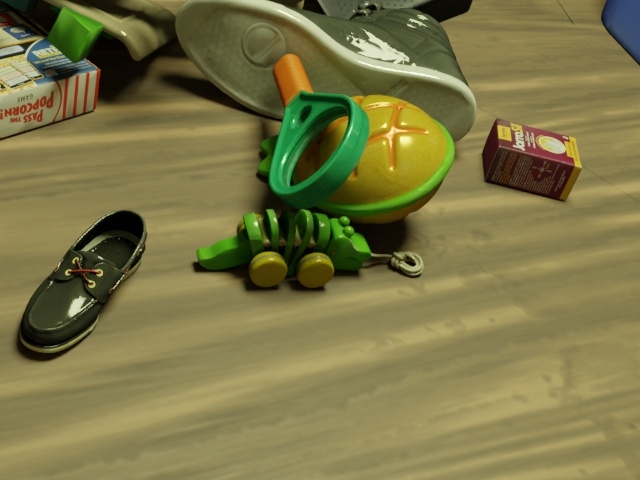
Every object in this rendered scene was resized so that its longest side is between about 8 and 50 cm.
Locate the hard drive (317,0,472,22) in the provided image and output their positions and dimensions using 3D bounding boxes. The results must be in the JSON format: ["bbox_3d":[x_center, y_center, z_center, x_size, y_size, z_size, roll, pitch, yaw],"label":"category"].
[{"bbox_3d":[0.069,-0.318,1.100,0.172,0.054,0.255,-22,47,2],"label":"hard drive"}]

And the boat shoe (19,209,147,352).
[{"bbox_3d":[-0.163,0.025,0.655,0.049,0.042,0.133,25,40,7],"label":"boat shoe"}]

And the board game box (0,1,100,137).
[{"bbox_3d":[-0.311,-0.161,0.825,0.193,0.045,0.147,38,42,25],"label":"board game box"}]

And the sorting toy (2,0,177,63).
[{"bbox_3d":[-0.238,-0.231,0.900,0.196,0.047,0.348,31,19,-7],"label":"sorting toy"}]

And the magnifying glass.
[{"bbox_3d":[-0.012,-0.100,0.773,0.026,0.092,0.231,37,18,-29],"label":"magnifying glass"}]

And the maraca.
[{"bbox_3d":[0.027,-0.074,0.805,0.185,0.099,0.127,22,55,40],"label":"maraca"}]

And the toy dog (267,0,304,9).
[{"bbox_3d":[-0.100,-0.308,0.908,0.220,0.161,0.333,-11,-4,27],"label":"toy dog"}]

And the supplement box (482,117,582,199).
[{"bbox_3d":[0.204,-0.079,0.919,0.083,0.043,0.055,13,39,-4],"label":"supplement box"}]

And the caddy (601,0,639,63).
[{"bbox_3d":[0.521,-0.307,1.214,0.241,0.179,0.341,1,40,-21],"label":"caddy"}]

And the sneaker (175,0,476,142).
[{"bbox_3d":[0.007,-0.187,0.941,0.295,0.104,0.147,16,34,-8],"label":"sneaker"}]

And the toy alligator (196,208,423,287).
[{"bbox_3d":[0.000,0.000,0.737,0.189,0.051,0.056,1,41,-19],"label":"toy alligator"}]
